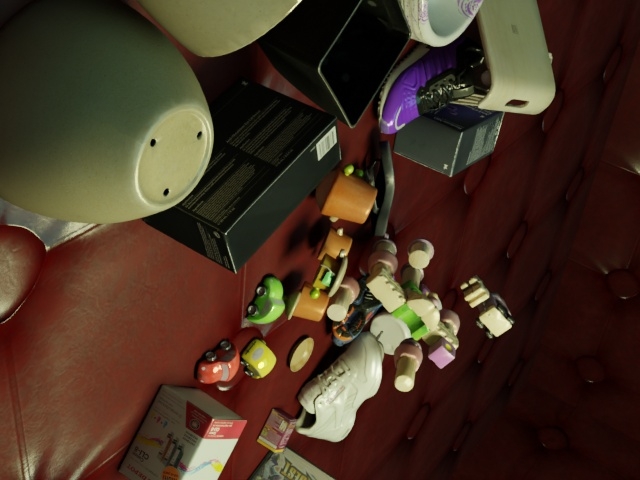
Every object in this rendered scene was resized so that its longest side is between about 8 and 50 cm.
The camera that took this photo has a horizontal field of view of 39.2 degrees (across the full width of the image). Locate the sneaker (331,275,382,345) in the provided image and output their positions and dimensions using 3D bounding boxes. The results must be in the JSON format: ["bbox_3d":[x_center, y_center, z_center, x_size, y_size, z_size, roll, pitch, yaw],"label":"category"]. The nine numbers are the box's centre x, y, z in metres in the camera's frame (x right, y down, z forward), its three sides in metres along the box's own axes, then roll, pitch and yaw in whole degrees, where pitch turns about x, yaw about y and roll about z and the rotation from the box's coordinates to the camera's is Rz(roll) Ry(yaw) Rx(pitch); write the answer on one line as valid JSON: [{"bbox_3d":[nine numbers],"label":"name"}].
[{"bbox_3d":[0.086,0.162,2.095,0.221,0.083,0.087,-43,170,-37],"label":"sneaker"}]

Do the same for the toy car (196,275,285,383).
[{"bbox_3d":[-0.123,0.178,1.734,0.239,0.053,0.225,12,104,-64],"label":"toy car"}]

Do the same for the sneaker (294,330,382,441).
[{"bbox_3d":[0.041,0.345,2.088,0.152,0.114,0.305,12,112,-32],"label":"sneaker"}]

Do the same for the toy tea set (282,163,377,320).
[{"bbox_3d":[0.000,0.000,1.757,0.200,0.124,0.336,157,-45,-85],"label":"toy tea set"}]

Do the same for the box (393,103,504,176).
[{"bbox_3d":[0.281,-0.239,1.966,0.207,0.153,0.108,-31,139,-49],"label":"box"}]

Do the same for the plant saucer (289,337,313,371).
[{"bbox_3d":[-0.046,0.250,1.987,0.083,0.015,0.083,-43,148,-36],"label":"plant saucer"}]

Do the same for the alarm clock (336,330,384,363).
[{"bbox_3d":[0.080,0.300,2.207,0.192,0.064,0.129,-28,130,-39],"label":"alarm clock"}]

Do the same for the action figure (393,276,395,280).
[{"bbox_3d":[0.169,0.091,2.216,0.038,0.030,0.115,-43,153,-24],"label":"action figure"}]

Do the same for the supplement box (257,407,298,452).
[{"bbox_3d":[-0.097,0.427,2.018,0.083,0.055,0.043,-63,156,3],"label":"supplement box"}]

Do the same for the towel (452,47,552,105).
[{"bbox_3d":[0.365,-0.365,1.965,0.282,0.187,0.049,-38,131,-42],"label":"towel"}]

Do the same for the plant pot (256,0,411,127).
[{"bbox_3d":[0.007,-0.318,1.372,0.188,0.167,0.187,-57,154,-9],"label":"plant pot"}]

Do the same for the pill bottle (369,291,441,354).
[{"bbox_3d":[0.229,0.206,2.332,0.208,0.118,0.117,-28,138,-50],"label":"pill bottle"}]

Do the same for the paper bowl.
[{"bbox_3d":[0.192,-0.495,1.565,0.284,0.148,0.284,-42,147,-36],"label":"paper bowl"}]

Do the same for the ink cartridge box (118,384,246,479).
[{"bbox_3d":[-0.245,0.367,1.605,0.176,0.128,0.127,-63,154,1],"label":"ink cartridge box"}]

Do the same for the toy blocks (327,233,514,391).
[{"bbox_3d":[0.219,0.111,1.966,0.309,0.288,0.260,-38,-168,23],"label":"toy blocks"}]

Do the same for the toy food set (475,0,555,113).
[{"bbox_3d":[0.357,-0.408,1.815,0.220,0.092,0.306,-2,78,-44],"label":"toy food set"}]

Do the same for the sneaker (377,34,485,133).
[{"bbox_3d":[0.235,-0.316,1.813,0.293,0.146,0.102,-52,153,-23],"label":"sneaker"}]

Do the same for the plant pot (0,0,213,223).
[{"bbox_3d":[-0.240,-0.133,1.069,0.284,0.191,0.284,-43,149,-35],"label":"plant pot"}]

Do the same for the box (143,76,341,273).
[{"bbox_3d":[-0.120,-0.104,1.325,0.261,0.184,0.103,-48,153,-27],"label":"box"}]

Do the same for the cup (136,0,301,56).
[{"bbox_3d":[-0.138,-0.392,0.928,0.237,0.331,0.331,27,90,-38],"label":"cup"}]

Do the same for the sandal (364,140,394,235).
[{"bbox_3d":[0.118,-0.099,1.889,0.254,0.055,0.097,94,-6,-47],"label":"sandal"}]

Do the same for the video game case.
[{"bbox_3d":[-0.060,0.622,2.017,0.248,0.275,0.035,-51,154,-23],"label":"video game case"}]
